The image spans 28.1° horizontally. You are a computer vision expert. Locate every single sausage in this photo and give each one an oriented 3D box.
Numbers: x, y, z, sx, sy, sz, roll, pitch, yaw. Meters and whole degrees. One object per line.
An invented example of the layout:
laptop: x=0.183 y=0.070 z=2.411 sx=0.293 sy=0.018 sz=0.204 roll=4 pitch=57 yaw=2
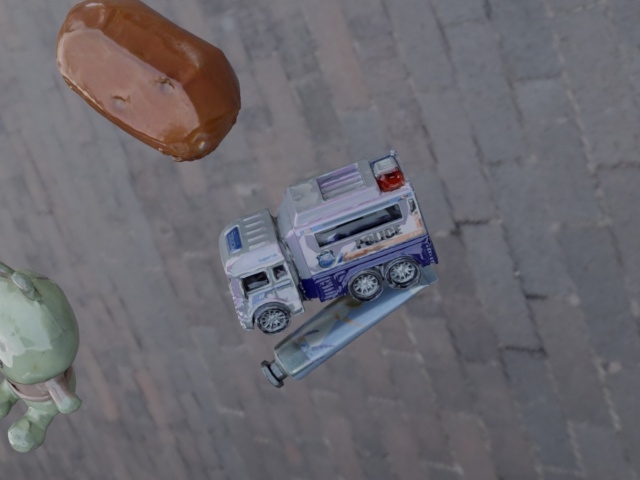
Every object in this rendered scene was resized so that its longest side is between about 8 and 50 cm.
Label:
sausage: x=-0.225 y=-0.214 z=1.652 sx=0.268 sy=0.141 sz=0.153 roll=35 pitch=120 yaw=12

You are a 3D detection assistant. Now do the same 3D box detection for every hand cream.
hand cream: x=0.036 y=0.105 z=1.747 sx=0.058 sy=0.271 sz=0.091 roll=48 pitch=-171 yaw=-36

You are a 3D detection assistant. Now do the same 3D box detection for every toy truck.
toy truck: x=0.000 y=0.000 z=1.634 sx=0.124 sy=0.268 sz=0.155 roll=-109 pitch=-1 yaw=-55

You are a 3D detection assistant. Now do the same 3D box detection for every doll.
doll: x=-0.346 y=0.121 z=1.527 sx=0.155 sy=0.113 sz=0.275 roll=35 pitch=134 yaw=28
